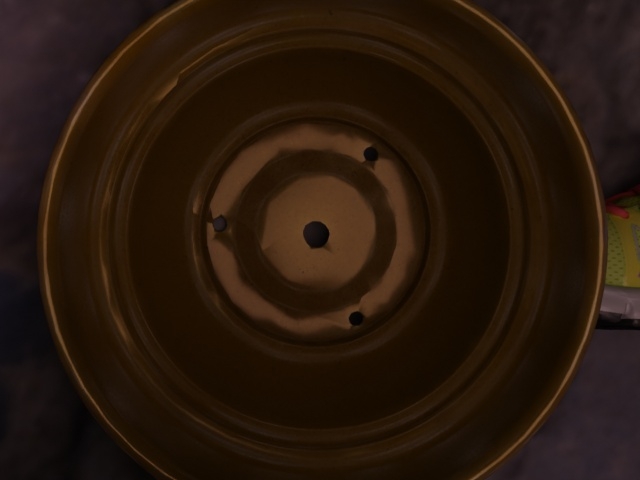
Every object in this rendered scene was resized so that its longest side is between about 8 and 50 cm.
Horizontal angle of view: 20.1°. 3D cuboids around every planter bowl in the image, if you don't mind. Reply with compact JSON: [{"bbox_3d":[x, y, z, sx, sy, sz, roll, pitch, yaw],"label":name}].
[{"bbox_3d":[0.000,0.000,0.726,0.217,0.090,0.217,0,94,-2],"label":"planter bowl"}]

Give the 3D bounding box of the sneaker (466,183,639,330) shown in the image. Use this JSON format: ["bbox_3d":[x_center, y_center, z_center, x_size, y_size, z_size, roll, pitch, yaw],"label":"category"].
[{"bbox_3d":[0.159,-0.006,0.801,0.208,0.081,0.094,0,89,-24],"label":"sneaker"}]
